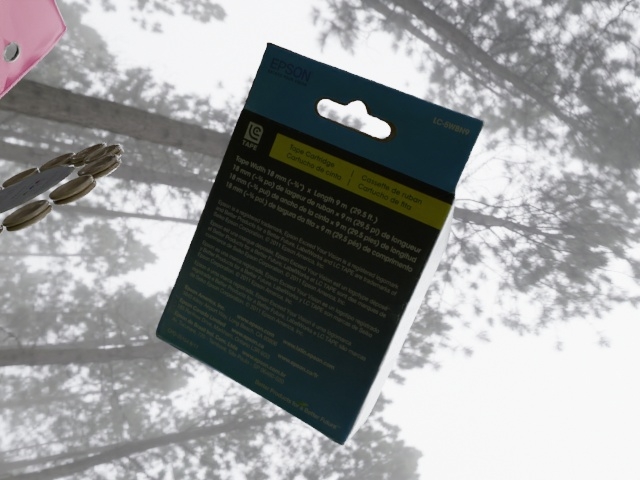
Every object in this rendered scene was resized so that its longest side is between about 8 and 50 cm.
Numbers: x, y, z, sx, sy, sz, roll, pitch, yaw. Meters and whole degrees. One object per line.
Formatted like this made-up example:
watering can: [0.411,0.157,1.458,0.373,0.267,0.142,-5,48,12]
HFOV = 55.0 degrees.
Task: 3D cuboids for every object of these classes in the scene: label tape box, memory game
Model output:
label tape box: [0.000,0.000,0.646,0.241,0.106,0.333,26,-82,18]
memory game: [-0.254,-0.037,0.528,0.186,0.186,0.012,-1,-57,36]

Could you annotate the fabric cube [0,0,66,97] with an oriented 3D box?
fabric cube: [-0.614,-0.403,0.976,0.259,0.258,0.254,30,-113,7]
